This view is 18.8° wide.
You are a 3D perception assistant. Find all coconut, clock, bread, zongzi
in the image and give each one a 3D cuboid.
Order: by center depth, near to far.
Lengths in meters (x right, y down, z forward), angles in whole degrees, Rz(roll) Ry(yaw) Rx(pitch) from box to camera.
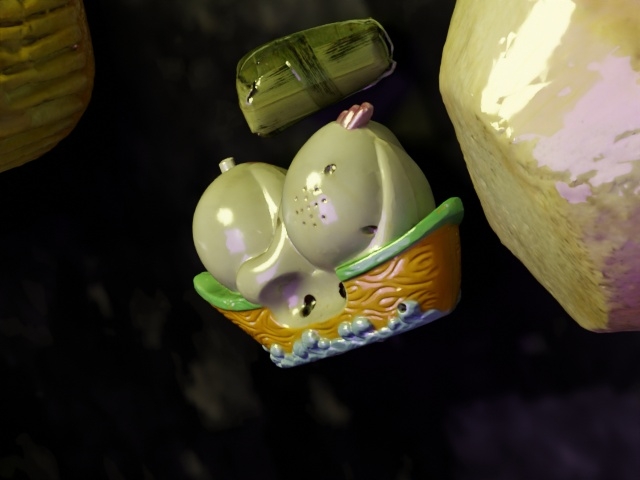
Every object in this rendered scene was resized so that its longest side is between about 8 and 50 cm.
[{"bbox_3d":[0.189,-0.084,0.965,0.259,0.259,0.259,16,115,36],"label":"coconut"},{"bbox_3d":[0.000,0.000,1.240,0.231,0.103,0.144,-21,90,41],"label":"clock"},{"bbox_3d":[-0.006,-0.117,1.252,0.104,0.113,0.052,-23,110,5],"label":"zongzi"},{"bbox_3d":[-0.282,-0.165,1.394,0.227,0.142,0.253,-8,98,43],"label":"bread"}]
